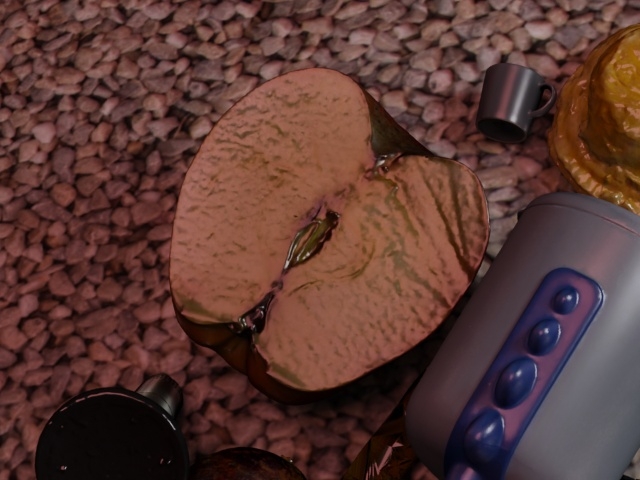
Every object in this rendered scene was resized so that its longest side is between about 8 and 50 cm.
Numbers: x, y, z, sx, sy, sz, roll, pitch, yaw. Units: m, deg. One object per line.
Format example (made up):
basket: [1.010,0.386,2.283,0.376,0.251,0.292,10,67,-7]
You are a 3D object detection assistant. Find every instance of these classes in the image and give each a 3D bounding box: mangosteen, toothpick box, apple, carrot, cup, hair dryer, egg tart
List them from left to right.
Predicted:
hair dryer: [-0.220,0.295,1.459,0.156,0.320,0.284,11,87,1]
mangosteen: [-0.103,0.332,1.440,0.217,0.192,0.192,-35,51,35]
apple: [0.000,0.000,1.523,0.365,0.295,0.329,-54,34,-12]
carrot: [0.103,0.214,1.494,0.069,0.069,0.228,35,78,31]
cup: [0.247,-0.171,1.652,0.100,0.078,0.077,3,66,37]
toothpick box: [0.234,0.145,1.372,0.263,0.263,0.354,26,74,29]
egg tart: [0.424,-0.160,1.561,0.319,0.128,0.319,-7,62,13]

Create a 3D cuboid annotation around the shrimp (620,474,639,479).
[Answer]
shrimp: [0.387,0.281,1.359,0.233,0.079,0.090,25,110,34]
